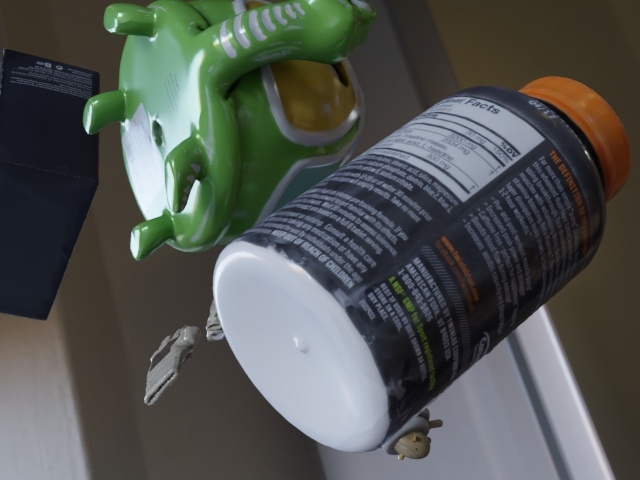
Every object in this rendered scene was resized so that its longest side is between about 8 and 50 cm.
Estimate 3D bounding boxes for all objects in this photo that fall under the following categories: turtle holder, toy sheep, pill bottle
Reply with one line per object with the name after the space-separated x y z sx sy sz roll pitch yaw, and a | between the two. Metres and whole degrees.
-0.079 -0.140 1.115 0.227 0.243 0.320 -11 -46 -27 | turtle holder
0.091 0.210 1.403 0.091 0.132 0.091 -22 -39 -19 | toy sheep
0.070 -0.002 0.647 0.245 0.130 0.130 -35 -16 -31 | pill bottle

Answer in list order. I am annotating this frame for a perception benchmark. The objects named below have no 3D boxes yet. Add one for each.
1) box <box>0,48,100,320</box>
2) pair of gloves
-0.515 -0.094 2.029 0.178 0.313 0.343 13 -50 -20 | box
-0.182 0.142 1.776 0.240 0.042 0.204 -47 13 3 | pair of gloves
